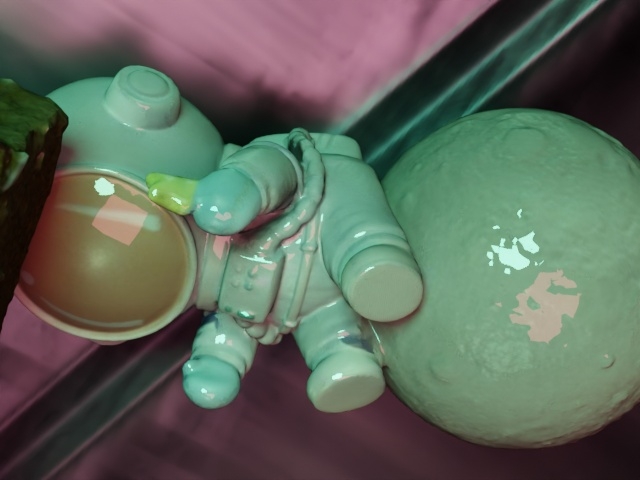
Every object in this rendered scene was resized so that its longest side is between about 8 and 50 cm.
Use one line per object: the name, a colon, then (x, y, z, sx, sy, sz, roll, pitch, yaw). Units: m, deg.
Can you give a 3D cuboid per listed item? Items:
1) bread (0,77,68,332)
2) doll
bread: (-0.307, -0.032, 0.444, 0.417, 0.113, 0.165, 18, 110, -3)
doll: (0.000, 0.000, 0.552, 0.287, 0.151, 0.151, 11, 106, -8)
